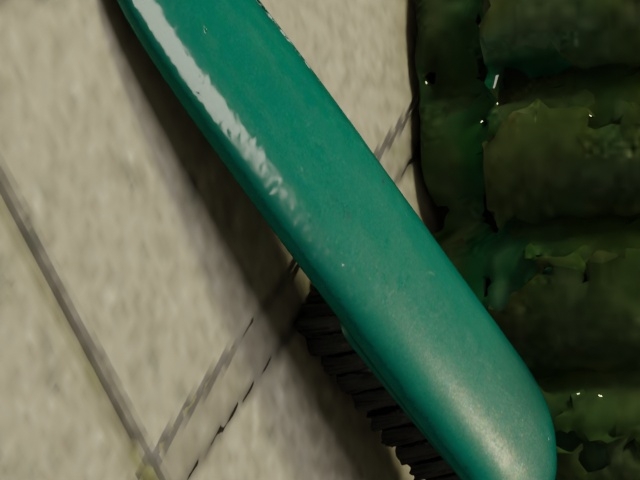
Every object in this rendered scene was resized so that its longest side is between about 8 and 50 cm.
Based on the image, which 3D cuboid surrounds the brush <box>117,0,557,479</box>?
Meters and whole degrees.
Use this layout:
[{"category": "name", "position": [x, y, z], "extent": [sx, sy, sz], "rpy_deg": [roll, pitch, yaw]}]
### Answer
[{"category": "brush", "position": [0.000, 0.000, 0.434], "extent": [0.193, 0.032, 0.043], "rpy_deg": [52, 43, -29]}]

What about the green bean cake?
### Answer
[{"category": "green bean cake", "position": [0.129, 0.029, 0.586], "extent": [0.241, 0.132, 0.255], "rpy_deg": [23, 63, -66]}]
